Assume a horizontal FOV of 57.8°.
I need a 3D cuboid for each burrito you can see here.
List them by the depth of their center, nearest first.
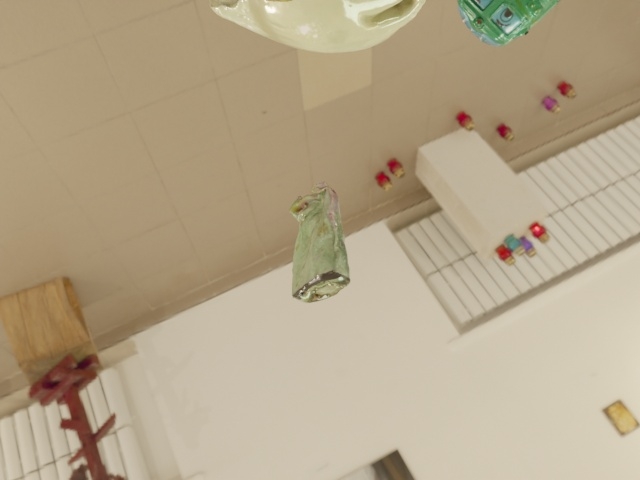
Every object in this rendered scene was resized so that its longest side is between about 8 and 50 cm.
[{"bbox_3d":[0.000,0.000,1.100,0.089,0.229,0.144,21,143,-31],"label":"burrito"}]

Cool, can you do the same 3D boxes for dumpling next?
[{"bbox_3d":[0.016,-0.454,0.946,0.394,0.316,0.233,-4,144,22],"label":"dumpling"}]

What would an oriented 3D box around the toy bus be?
[{"bbox_3d":[0.415,-0.544,1.297,0.199,0.183,0.343,-44,-179,23],"label":"toy bus"}]
